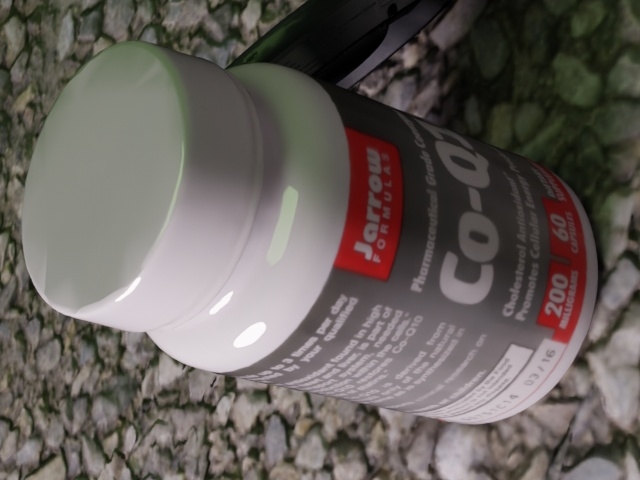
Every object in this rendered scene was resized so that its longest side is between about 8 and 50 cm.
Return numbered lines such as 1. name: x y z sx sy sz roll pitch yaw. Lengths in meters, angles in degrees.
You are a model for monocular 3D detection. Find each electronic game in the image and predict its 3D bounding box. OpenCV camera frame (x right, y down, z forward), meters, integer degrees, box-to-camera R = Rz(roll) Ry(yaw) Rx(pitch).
1. electronic game: -0.001 -0.116 0.922 0.229 0.229 0.048 -38 88 35

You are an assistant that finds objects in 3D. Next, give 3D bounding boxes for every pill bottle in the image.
1. pill bottle: 0.000 0.000 0.809 0.161 0.283 0.161 -19 64 44
